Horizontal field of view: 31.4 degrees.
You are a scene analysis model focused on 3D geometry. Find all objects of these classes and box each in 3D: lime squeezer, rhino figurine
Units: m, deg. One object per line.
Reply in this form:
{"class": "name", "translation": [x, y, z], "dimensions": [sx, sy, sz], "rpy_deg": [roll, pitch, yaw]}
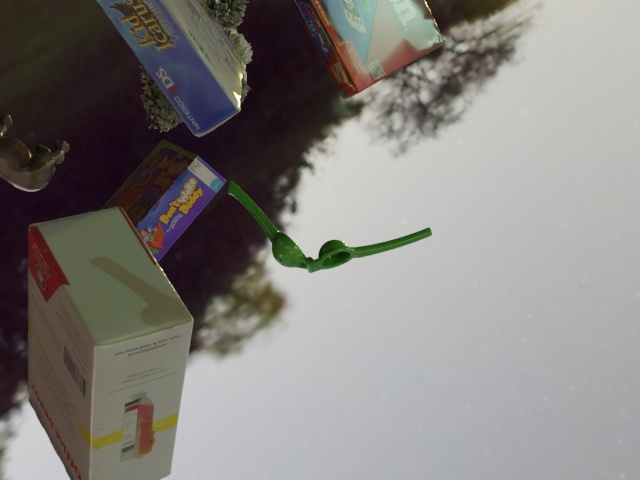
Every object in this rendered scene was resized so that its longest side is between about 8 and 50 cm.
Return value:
{"class": "lime squeezer", "translation": [0.000, 0.000, 1.662], "dimensions": [0.311, 0.058, 0.110], "rpy_deg": [13, -131, 10]}
{"class": "rhino figurine", "translation": [-0.553, -0.160, 1.907], "dimensions": [0.073, 0.243, 0.106], "rpy_deg": [-48, -158, 52]}

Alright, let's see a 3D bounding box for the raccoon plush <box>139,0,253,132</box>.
{"class": "raccoon plush", "translation": [-0.261, -0.356, 1.629], "dimensions": [0.216, 0.446, 0.299], "rpy_deg": [-29, -138, 32]}

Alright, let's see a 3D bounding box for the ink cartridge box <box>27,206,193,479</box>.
{"class": "ink cartridge box", "translation": [-0.346, 0.185, 1.809], "dimensions": [0.160, 0.279, 0.384], "rpy_deg": [-15, 138, -29]}

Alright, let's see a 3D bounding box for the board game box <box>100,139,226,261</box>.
{"class": "board game box", "translation": [-0.334, -0.078, 2.302], "dimensions": [0.233, 0.078, 0.347], "rpy_deg": [-50, -159, -5]}

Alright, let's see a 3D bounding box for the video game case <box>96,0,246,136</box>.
{"class": "video game case", "translation": [-0.181, -0.260, 1.225], "dimensions": [0.061, 0.269, 0.244], "rpy_deg": [-32, -162, 10]}

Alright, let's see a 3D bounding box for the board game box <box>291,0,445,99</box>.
{"class": "board game box", "translation": [0.008, -0.285, 1.075], "dimensions": [0.027, 0.281, 0.145], "rpy_deg": [-20, -168, 48]}
